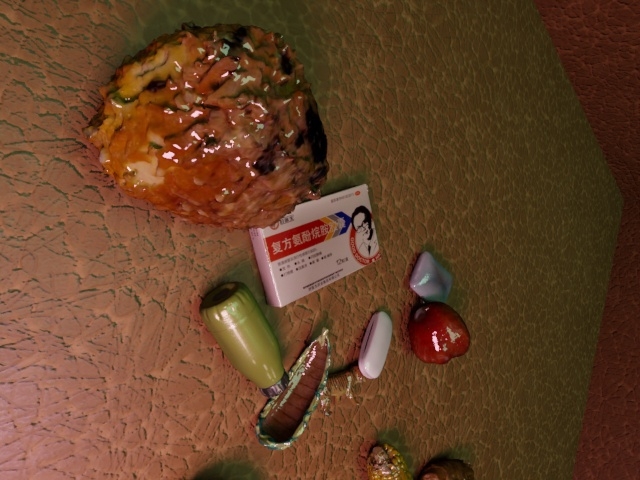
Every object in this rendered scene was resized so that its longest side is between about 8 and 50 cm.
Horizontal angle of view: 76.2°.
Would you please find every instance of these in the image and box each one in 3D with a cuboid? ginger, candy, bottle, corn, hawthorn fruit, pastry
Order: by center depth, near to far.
[{"bbox_3d":[-0.156,-0.188,0.708,0.405,0.337,0.293,20,56,-39],"label":"pastry"},{"bbox_3d":[-0.149,0.218,0.866,0.112,0.112,0.260,-39,114,-32],"label":"bottle"},{"bbox_3d":[0.214,0.712,1.173,0.119,0.119,0.322,-33,112,-34],"label":"corn"},{"bbox_3d":[0.350,0.271,1.253,0.185,0.185,0.202,-27,91,-36],"label":"hawthorn fruit"},{"bbox_3d":[0.359,0.131,1.310,0.174,0.071,0.138,40,67,-32],"label":"candy"},{"bbox_3d":[0.420,0.797,1.355,0.309,0.107,0.133,18,102,-39],"label":"ginger"}]

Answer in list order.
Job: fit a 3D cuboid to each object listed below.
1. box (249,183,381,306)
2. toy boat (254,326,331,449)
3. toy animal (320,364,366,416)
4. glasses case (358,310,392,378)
[{"bbox_3d":[0.000,0.000,1.019,0.353,0.069,0.214,-22,104,-39],"label":"box"},{"bbox_3d":[-0.044,0.349,0.964,0.293,0.108,0.099,-58,151,-23],"label":"toy boat"},{"bbox_3d":[0.035,0.391,1.064,0.241,0.056,0.099,0,84,-38],"label":"toy animal"},{"bbox_3d":[0.155,0.288,1.139,0.076,0.049,0.197,47,47,-26],"label":"glasses case"}]
